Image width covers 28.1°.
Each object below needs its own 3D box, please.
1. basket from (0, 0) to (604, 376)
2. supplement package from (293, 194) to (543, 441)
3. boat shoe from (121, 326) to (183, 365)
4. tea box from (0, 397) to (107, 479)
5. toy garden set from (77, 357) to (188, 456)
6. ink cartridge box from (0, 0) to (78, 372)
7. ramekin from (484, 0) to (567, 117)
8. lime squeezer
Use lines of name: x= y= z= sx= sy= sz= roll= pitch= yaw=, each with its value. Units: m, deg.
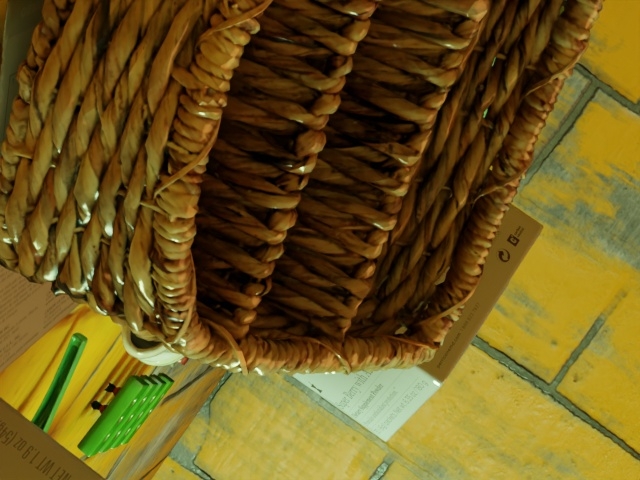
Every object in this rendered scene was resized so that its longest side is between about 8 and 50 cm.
basket: x=0.000 y=-0.080 z=0.625 sx=0.299 sy=0.223 sz=0.213 roll=-66 pitch=171 yaw=17
supplement package: x=0.000 y=0.000 z=1.076 sx=0.175 sy=0.293 sz=0.177 roll=-53 pitch=175 yaw=-26
boat shoe: x=-0.100 y=0.007 z=1.349 sx=0.302 sy=0.109 sz=0.098 roll=-49 pitch=176 yaw=-6
tea box: x=-0.230 y=0.333 z=0.893 sx=0.323 sy=0.329 sz=0.220 roll=-53 pitch=176 yaw=-28
toy garden set: x=-0.228 y=0.174 z=1.640 sx=0.204 sy=0.049 sz=0.244 roll=-53 pitch=175 yaw=-3
ink cartridge box: x=-0.154 y=-0.057 z=0.723 sx=0.189 sy=0.066 sz=0.232 roll=-48 pitch=151 yaw=-57
ramekin: x=0.150 y=-0.233 z=1.449 sx=0.303 sy=0.148 sz=0.303 roll=-46 pitch=-166 yaw=15
lime squeezer: x=-0.307 y=0.222 z=1.178 sx=0.310 sy=0.059 sz=0.110 roll=-52 pitch=145 yaw=-14
